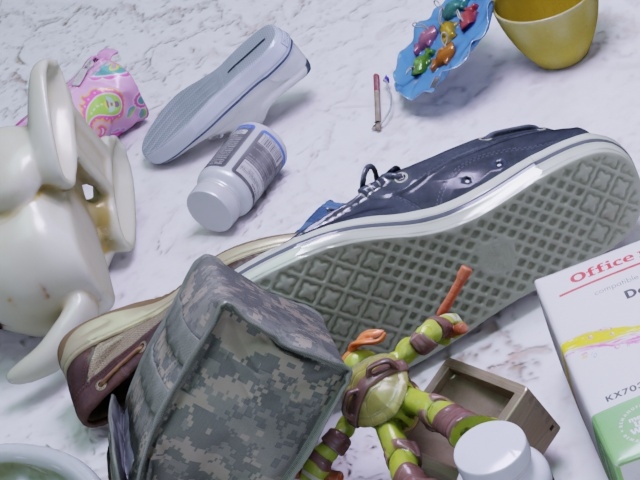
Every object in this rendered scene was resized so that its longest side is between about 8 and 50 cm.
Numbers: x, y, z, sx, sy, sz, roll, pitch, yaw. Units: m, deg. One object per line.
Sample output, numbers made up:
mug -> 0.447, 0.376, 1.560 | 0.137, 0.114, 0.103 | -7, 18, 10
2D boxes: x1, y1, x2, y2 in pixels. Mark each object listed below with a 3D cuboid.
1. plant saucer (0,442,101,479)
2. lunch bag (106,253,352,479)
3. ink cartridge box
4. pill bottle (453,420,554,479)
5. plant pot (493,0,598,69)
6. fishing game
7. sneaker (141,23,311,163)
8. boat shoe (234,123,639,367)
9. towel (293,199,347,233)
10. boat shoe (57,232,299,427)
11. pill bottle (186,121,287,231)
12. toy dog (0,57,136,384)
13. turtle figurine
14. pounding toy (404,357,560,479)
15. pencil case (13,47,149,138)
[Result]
plant saucer -> -0.367, 0.370, 1.719 | 0.400, 0.101, 0.400 | -15, 34, 11
lunch bag -> -0.113, 0.182, 1.668 | 0.287, 0.169, 0.235 | -61, 11, 6
ink cartridge box -> 0.330, 0.101, 1.657 | 0.207, 0.119, 0.353 | -21, 34, 4
pill bottle -> 0.168, 0.233, 1.542 | 0.086, 0.152, 0.086 | -16, 34, 11
plant pot -> 0.292, -0.271, 2.219 | 0.134, 0.095, 0.134 | -16, 34, 11
fishing game -> 0.148, -0.258, 2.240 | 0.264, 0.041, 0.189 | -43, 26, 27
sneaker -> -0.122, -0.174, 2.346 | 0.258, 0.091, 0.094 | -36, 35, 19
boat shoe -> 0.097, 0.012, 1.877 | 0.500, 0.187, 0.156 | -25, 28, -11
towel -> 0.000, 0.000, 2.078 | 0.067, 0.029, 0.119 | 12, 46, 41
boat shoe -> -0.121, 0.107, 1.937 | 0.342, 0.123, 0.123 | -22, 47, 2
pill bottle -> -0.105, -0.078, 2.205 | 0.078, 0.078, 0.137 | 4, 42, 34
toy dog -> -0.450, 0.016, 2.159 | 0.407, 0.284, 0.395 | -13, 71, 12
turtle figurine -> 0.076, 0.143, 1.637 | 0.269, 0.087, 0.217 | -44, 37, -3
pounding toy -> 0.147, 0.184, 1.693 | 0.141, 0.100, 0.130 | 18, 66, 48
pencil case -> -0.364, -0.140, 2.411 | 0.124, 0.124, 0.284 | 18, 52, 45
